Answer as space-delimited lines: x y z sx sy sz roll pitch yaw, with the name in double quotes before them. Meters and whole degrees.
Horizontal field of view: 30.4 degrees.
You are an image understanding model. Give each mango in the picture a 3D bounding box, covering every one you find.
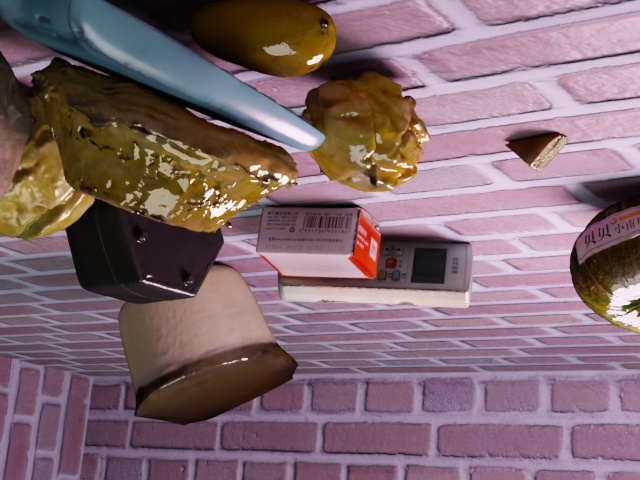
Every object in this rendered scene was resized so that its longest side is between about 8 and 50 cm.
"mango" -0.063 -0.215 1.226 0.161 0.076 0.103 9 174 17

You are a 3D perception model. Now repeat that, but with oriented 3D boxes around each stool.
"stool" -0.261 -0.018 1.762 0.141 0.232 0.232 -9 160 36

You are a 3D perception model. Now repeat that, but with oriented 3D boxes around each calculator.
"calculator" -0.161 -0.180 1.261 0.256 0.054 0.386 23 -179 44

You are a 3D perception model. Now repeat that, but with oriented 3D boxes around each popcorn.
"popcorn" 0.052 -0.126 1.393 0.148 0.152 0.167 0 151 17
"popcorn" -0.397 -0.099 1.569 0.204 0.184 0.221 -37 144 21

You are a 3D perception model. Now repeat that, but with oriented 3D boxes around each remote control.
"remote control" 0.097 0.055 2.079 0.344 0.145 0.050 2 127 8

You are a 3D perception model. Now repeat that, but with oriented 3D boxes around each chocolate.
"chocolate" -0.250 0.189 2.425 0.314 0.297 0.326 -26 153 20

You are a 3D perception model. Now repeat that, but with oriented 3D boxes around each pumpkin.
"pumpkin" 0.511 0.024 1.767 0.260 0.189 0.260 3 142 3

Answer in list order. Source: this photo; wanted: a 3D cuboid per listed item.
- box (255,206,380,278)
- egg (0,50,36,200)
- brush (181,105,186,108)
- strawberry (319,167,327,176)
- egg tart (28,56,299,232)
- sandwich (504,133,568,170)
"box" 0.000 0.000 1.976 0.182 0.099 0.133 0 162 23
"egg" -0.447 -0.135 1.245 0.279 0.279 0.310 0 139 17
"brush" -0.211 -0.161 1.581 0.063 0.016 0.193 7 165 -5
"strawberry" 0.029 -0.120 1.572 0.083 0.073 0.073 -11 164 1
"egg tart" -0.183 -0.092 1.313 0.341 0.132 0.341 21 180 0
"sandwich" 0.284 -0.115 1.554 0.083 0.044 0.031 -11 154 39
